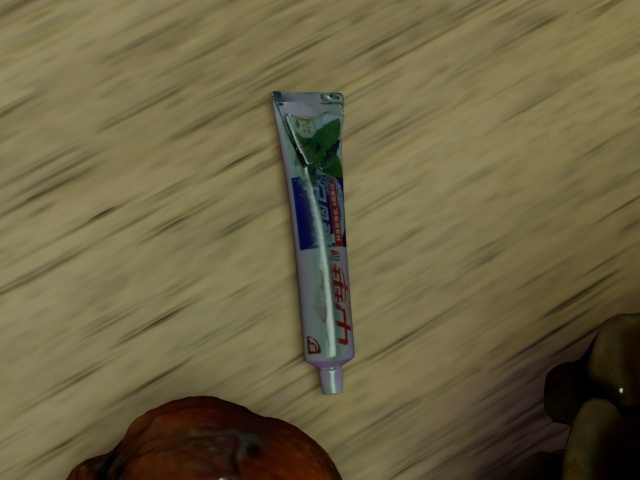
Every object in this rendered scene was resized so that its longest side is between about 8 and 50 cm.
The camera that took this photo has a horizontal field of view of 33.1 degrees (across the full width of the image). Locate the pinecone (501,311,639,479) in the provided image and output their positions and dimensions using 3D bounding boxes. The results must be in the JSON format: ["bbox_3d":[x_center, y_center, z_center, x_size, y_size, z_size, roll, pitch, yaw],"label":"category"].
[{"bbox_3d":[0.283,0.169,0.446,0.397,0.398,0.398,1,86,-11],"label":"pinecone"}]

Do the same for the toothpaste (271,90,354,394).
[{"bbox_3d":[0.000,0.000,0.599,0.045,0.028,0.170,-3,84,-23],"label":"toothpaste"}]

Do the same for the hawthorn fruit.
[{"bbox_3d":[-0.048,0.163,0.506,0.173,0.173,0.179,-38,79,-11],"label":"hawthorn fruit"}]
